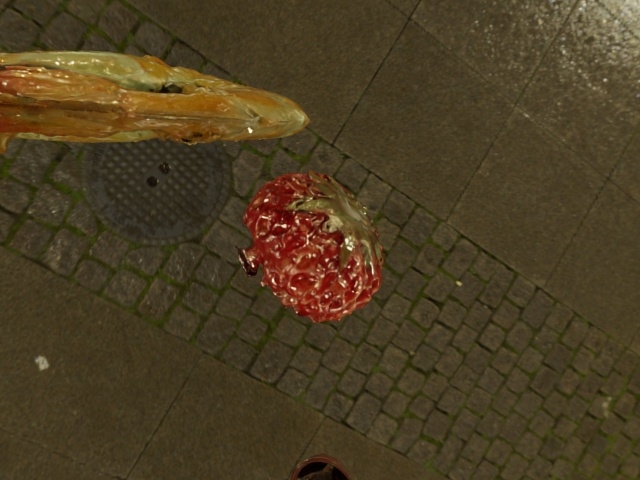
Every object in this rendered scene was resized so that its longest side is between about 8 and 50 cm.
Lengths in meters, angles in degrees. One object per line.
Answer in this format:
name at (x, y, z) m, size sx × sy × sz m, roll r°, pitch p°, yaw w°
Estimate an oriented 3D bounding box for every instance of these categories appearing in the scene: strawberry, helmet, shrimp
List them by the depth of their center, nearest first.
shrimp at (-0.137, -0.086, 0.351) m, size 0.294 × 0.154 × 0.062 m, roll -10°, pitch 113°, yaw -35°
strawberry at (0.000, 0.000, 0.489) m, size 0.145 × 0.145 × 0.086 m, roll 36°, pitch 116°, yaw -17°
helmet at (0.010, 0.346, 0.792) m, size 0.089 × 0.057 × 0.111 m, roll -32°, pitch 90°, yaw 9°
